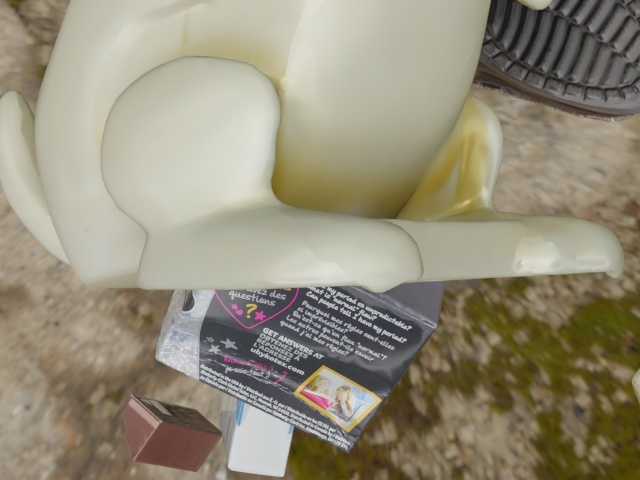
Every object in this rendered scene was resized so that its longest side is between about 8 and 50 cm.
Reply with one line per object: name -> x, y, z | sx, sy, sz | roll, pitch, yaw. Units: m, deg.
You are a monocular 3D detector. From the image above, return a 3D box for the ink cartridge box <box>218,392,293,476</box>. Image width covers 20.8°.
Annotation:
ink cartridge box -> -0.054, 0.141, 1.518 | 0.052, 0.122, 0.089 | 9, 103, -11

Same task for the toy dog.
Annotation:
toy dog -> -0.015, -0.177, 0.965 | 0.284, 0.395, 0.408 | 0, 89, -43

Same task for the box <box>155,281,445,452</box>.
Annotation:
box -> 0.000, 0.000, 1.270 | 0.163, 0.247, 0.142 | 27, 124, -7

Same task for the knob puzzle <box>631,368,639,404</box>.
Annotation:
knob puzzle -> 0.230, 0.057, 0.767 | 0.213, 0.030, 0.213 | -18, 119, -34

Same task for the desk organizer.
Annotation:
desk organizer -> -0.155, 0.195, 1.748 | 0.047, 0.130, 0.050 | 38, 96, 28

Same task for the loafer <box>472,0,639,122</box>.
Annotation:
loafer -> 0.170, -0.207, 1.644 | 0.366, 0.130, 0.134 | 27, 82, 25
